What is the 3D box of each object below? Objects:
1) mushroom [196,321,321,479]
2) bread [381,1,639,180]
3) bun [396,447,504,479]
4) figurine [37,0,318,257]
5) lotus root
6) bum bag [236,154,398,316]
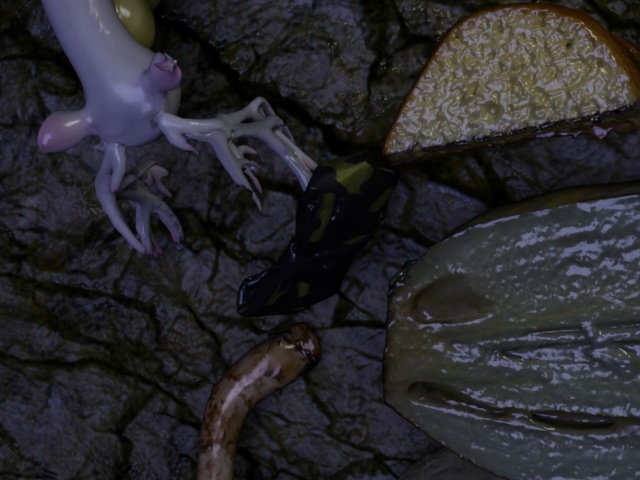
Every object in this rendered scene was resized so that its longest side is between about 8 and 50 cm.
[{"bbox_3d":[-0.103,0.259,1.183,0.232,0.302,0.208,-1,139,14],"label":"mushroom"},{"bbox_3d":[0.168,-0.145,1.059,0.260,0.129,0.134,-13,85,16],"label":"bread"},{"bbox_3d":[0.146,0.302,1.111,0.220,0.134,0.221,1,92,15],"label":"bun"},{"bbox_3d":[-0.133,-0.154,1.110,0.206,0.284,0.316,-9,69,27],"label":"figurine"},{"bbox_3d":[0.188,0.088,1.071,0.260,0.149,0.267,-7,103,16],"label":"lotus root"},{"bbox_3d":[0.000,0.000,1.103,0.060,0.106,0.232,63,143,25],"label":"bum bag"}]
